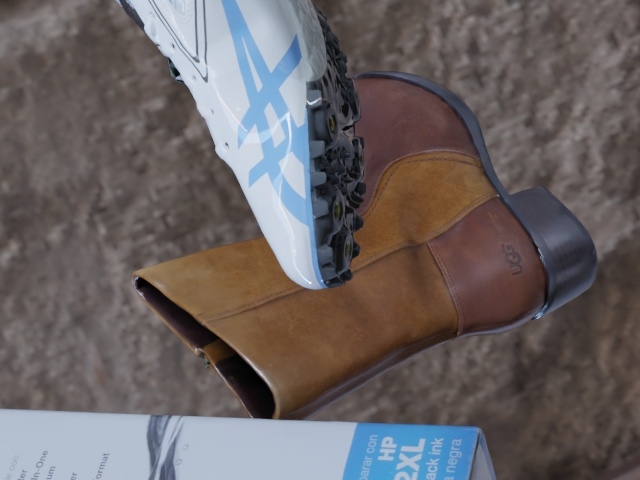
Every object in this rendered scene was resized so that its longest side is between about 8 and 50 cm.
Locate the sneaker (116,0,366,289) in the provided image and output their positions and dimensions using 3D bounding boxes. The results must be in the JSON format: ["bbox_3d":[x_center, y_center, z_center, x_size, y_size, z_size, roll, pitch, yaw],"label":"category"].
[{"bbox_3d":[-0.041,-0.089,0.700,0.085,0.086,0.237,-22,-87,-75],"label":"sneaker"}]

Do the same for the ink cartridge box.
[{"bbox_3d":[-0.046,0.212,0.951,0.223,0.307,0.129,69,-152,-46],"label":"ink cartridge box"}]

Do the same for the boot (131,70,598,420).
[{"bbox_3d":[0.000,0.000,1.097,0.264,0.280,0.096,50,145,31],"label":"boot"}]
